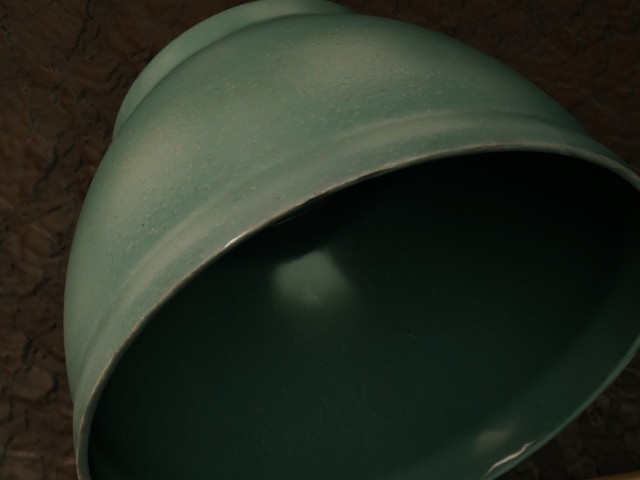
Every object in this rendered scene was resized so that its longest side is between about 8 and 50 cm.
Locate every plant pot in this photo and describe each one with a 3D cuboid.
[{"bbox_3d":[0.000,0.000,0.588,0.293,0.293,0.196,-13,50,-16],"label":"plant pot"}]

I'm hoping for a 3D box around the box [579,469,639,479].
[{"bbox_3d":[0.140,0.216,0.641,0.201,0.021,0.164,-6,95,-14],"label":"box"}]
